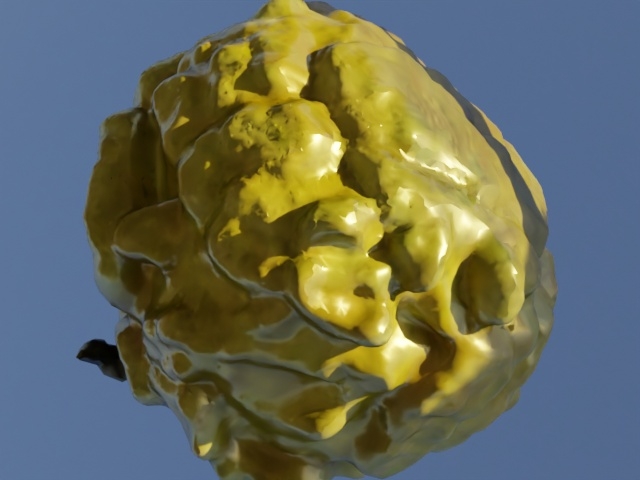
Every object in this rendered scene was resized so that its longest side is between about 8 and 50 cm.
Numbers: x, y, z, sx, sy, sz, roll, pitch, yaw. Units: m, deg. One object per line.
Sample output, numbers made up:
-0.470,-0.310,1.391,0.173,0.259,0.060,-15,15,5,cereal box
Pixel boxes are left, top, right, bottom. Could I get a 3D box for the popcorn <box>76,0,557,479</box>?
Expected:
-0.003,0.008,0.969,0.225,0.249,0.249,-47,-125,20,popcorn
